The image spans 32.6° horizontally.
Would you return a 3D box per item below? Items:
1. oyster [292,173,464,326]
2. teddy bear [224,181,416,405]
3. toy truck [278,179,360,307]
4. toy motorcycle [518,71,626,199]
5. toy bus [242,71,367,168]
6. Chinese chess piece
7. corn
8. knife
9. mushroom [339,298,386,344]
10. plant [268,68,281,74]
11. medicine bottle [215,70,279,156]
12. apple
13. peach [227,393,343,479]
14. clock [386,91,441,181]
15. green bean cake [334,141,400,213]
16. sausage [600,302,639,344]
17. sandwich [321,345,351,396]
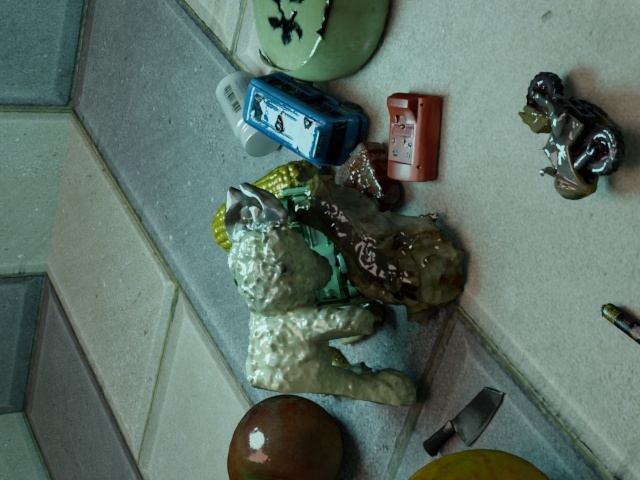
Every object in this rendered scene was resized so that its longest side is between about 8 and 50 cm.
[{"bbox_3d":[0.103,-0.001,1.923,0.337,0.133,0.198,45,113,18],"label":"oyster"},{"bbox_3d":[-0.002,0.103,1.982,0.327,0.375,0.362,-4,79,64],"label":"teddy bear"},{"bbox_3d":[-0.001,-0.001,2.125,0.135,0.128,0.259,-79,-22,-60],"label":"toy truck"},{"bbox_3d":[0.352,-0.147,1.587,0.229,0.094,0.130,-122,39,-47],"label":"toy motorcycle"},{"bbox_3d":[-0.033,-0.237,2.149,0.246,0.134,0.113,34,122,35],"label":"toy bus"},{"bbox_3d":[-0.008,-0.482,2.112,0.349,0.146,0.349,7,98,60],"label":"Chinese chess piece"},{"bbox_3d":[-0.113,-0.062,2.339,0.387,0.144,0.144,-24,72,54],"label":"corn"},{"bbox_3d":[0.250,0.316,1.873,0.060,0.028,0.230,57,137,22],"label":"knife"},{"bbox_3d":[0.069,0.167,2.130,0.187,0.061,0.060,-48,57,55],"label":"mushroom"},{"bbox_3d":[-0.060,-0.312,2.307,0.122,0.104,0.116,60,-167,-15],"label":"plant"},{"bbox_3d":[-0.156,-0.279,2.420,0.187,0.102,0.103,63,142,35],"label":"medicine bottle"},{"bbox_3d":[0.237,0.468,1.657,0.275,0.299,0.299,110,145,-58],"label":"apple"},{"bbox_3d":[-0.071,0.434,2.226,0.252,0.252,0.252,9,100,59],"label":"peach"},{"bbox_3d":[0.157,-0.183,1.944,0.113,0.061,0.155,18,110,57],"label":"clock"},{"bbox_3d":[0.090,-0.102,2.065,0.136,0.056,0.135,-51,53,48],"label":"green bean cake"},{"bbox_3d":[0.452,0.141,1.507,0.028,0.025,0.198,-41,42,-2],"label":"sausage"},{"bbox_3d":[0.026,0.280,2.228,0.093,0.035,0.105,53,136,42],"label":"sandwich"}]
